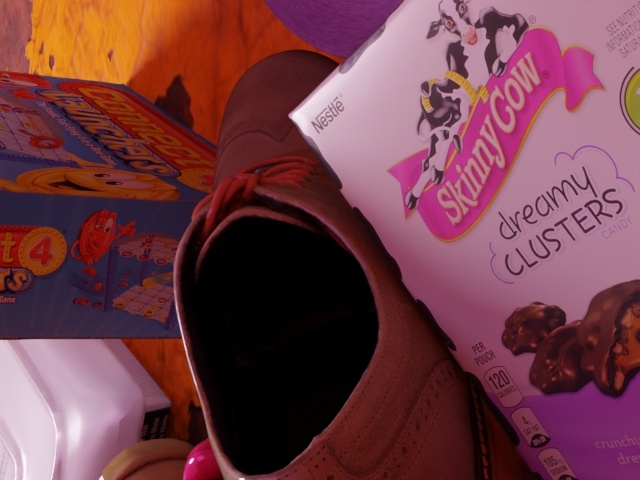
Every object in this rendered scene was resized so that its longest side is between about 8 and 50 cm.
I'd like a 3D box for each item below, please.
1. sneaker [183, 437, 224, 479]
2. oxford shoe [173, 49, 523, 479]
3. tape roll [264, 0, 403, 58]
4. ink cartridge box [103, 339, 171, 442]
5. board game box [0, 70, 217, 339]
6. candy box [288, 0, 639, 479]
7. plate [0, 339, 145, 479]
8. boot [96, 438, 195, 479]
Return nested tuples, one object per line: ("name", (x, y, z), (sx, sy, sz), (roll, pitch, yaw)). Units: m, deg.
("sneaker", (0.044, 0.151, 0.553), (0.299, 0.112, 0.121), (13, 100, 58))
("oxford shoe", (0.000, 0.000, 0.554), (0.123, 0.130, 0.348), (-28, 39, 10))
("tape roll", (0.049, -0.216, 0.551), (0.275, 0.090, 0.275), (17, 110, 56))
("ink cartridge box", (-0.168, 0.193, 0.959), (0.224, 0.045, 0.223), (42, 122, 53))
("board game box", (-0.215, -0.036, 0.805), (0.308, 0.302, 0.086), (35, 117, 53))
("candy box", (0.102, -0.012, 0.431), (0.196, 0.070, 0.165), (56, 142, 4))
("plate", (-0.218, 0.179, 0.955), (0.278, 0.045, 0.277), (36, 117, 54))
("boot", (-0.054, 0.279, 0.740), (0.269, 0.089, 0.236), (43, 135, 51))
